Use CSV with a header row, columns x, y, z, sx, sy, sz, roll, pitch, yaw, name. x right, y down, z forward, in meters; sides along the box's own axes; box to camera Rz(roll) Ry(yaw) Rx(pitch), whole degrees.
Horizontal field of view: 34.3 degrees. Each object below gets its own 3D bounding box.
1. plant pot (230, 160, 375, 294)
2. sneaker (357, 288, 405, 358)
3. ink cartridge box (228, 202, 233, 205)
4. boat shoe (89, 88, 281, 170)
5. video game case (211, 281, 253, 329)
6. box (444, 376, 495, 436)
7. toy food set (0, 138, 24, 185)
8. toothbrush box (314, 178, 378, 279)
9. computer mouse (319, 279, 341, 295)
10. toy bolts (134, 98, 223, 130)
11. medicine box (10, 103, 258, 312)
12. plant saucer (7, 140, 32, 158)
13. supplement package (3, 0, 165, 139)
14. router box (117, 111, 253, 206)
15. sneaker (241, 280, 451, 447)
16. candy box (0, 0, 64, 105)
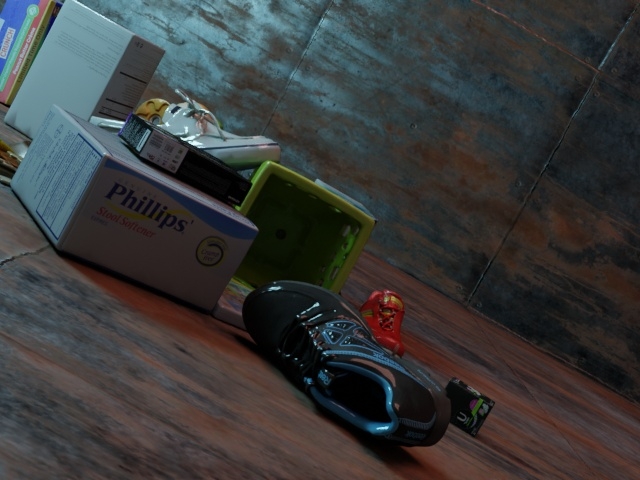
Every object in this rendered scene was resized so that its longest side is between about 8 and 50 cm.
x,y,z,sx,sy,sz,roll,pitch,yaw,name
-0.068,-0.001,1.858,0.228,0.227,0.207,29,0,-14,plant pot
0.108,0.149,1.910,0.107,0.118,0.279,28,5,-9,sneaker
-0.219,-0.079,2.169,0.175,0.127,0.072,32,44,21,ink cartridge box
-0.255,-0.206,1.927,0.366,0.157,0.136,0,-1,9,boat shoe
-0.111,0.108,1.629,0.212,0.023,0.193,27,6,-34,video game case
0.238,0.276,1.728,0.083,0.062,0.052,32,7,13,box
-0.504,-0.132,1.672,0.192,0.039,0.132,34,7,38,toy food set
0.000,0.000,2.210,0.126,0.216,0.295,30,4,-9,toothbrush box
-0.059,0.075,2.002,0.242,0.071,0.041,25,22,-25,computer mouse
-0.358,-0.216,2.254,0.218,0.229,0.158,26,-6,19,toy bolts
-0.279,-0.051,1.528,0.263,0.149,0.289,27,7,-35,medicine box
-0.470,-0.129,1.849,0.198,0.036,0.198,30,5,-3,plant saucer
-0.492,-0.326,2.179,0.177,0.293,0.175,31,6,11,supplement package
-0.202,-0.121,1.548,0.178,0.046,0.133,28,5,-29,router box
0.014,0.151,1.371,0.340,0.125,0.139,30,10,30,sneaker
-0.664,-0.445,2.514,0.122,0.268,0.317,28,5,17,candy box
